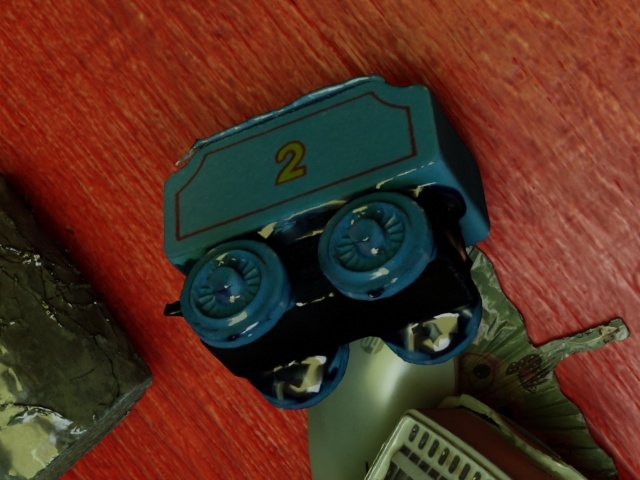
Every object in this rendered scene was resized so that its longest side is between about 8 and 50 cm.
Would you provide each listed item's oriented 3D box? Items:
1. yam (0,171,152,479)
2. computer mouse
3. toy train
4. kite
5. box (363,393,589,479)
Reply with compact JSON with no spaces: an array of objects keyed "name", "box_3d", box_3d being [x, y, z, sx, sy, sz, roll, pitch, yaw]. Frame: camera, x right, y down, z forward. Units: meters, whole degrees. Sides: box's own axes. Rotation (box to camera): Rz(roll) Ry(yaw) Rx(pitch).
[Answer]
[{"name":"yam","box_3d":[-0.347,0.106,1.440,0.241,0.241,0.348,-32,93,20]},{"name":"computer mouse","box_3d":[0.061,0.168,1.401,0.159,0.097,0.288,8,104,15]},{"name":"toy train","box_3d":[0.000,0.000,1.294,0.300,0.265,0.188,-19,142,18]},{"name":"kite","box_3d":[0.198,0.149,1.412,0.267,0.013,0.323,-32,93,20]},{"name":"box","box_3d":[0.131,0.310,1.302,0.220,0.166,0.290,35,103,38]}]
